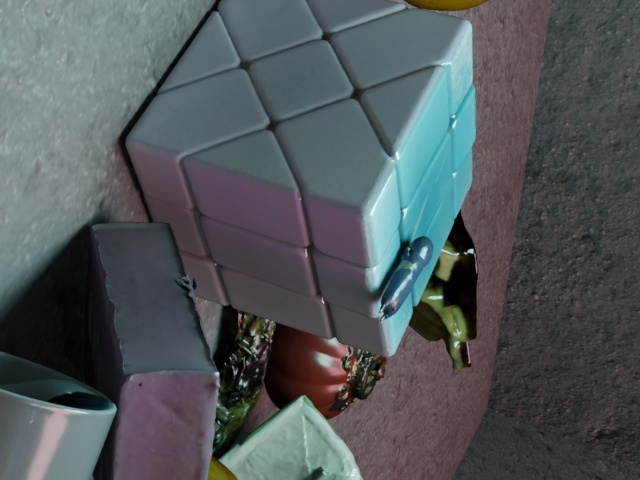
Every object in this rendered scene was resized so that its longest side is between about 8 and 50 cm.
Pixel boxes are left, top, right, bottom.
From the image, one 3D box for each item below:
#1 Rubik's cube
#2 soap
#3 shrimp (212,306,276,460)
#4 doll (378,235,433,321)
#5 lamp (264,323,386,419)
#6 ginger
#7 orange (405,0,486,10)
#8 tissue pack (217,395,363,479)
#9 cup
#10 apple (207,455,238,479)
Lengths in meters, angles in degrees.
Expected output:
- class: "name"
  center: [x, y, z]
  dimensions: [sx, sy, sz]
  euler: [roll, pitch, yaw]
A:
- class: "Rubik's cube"
  center: [-0.006, -0.096, 1.477]
  dimensions: [0.316, 0.318, 0.322]
  euler: [80, 33, -52]
- class: "soap"
  center: [-0.191, 0.169, 1.287]
  dimensions: [0.296, 0.107, 0.285]
  euler: [-117, -151, -57]
- class: "shrimp"
  center: [-0.151, 0.207, 1.743]
  dimensions: [0.233, 0.071, 0.365]
  euler: [-17, 129, -61]
- class: "doll"
  center: [0.096, 0.043, 1.361]
  dimensions: [0.125, 0.027, 0.037]
  euler: [-55, 153, -33]
- class: "lamp"
  center: [0.004, 0.185, 1.925]
  dimensions: [0.227, 0.227, 0.227]
  euler: [-54, 154, -42]
- class: "ginger"
  center: [0.135, 0.054, 2.104]
  dimensions: [0.413, 0.211, 0.358]
  euler: [95, -20, -65]
- class: "orange"
  center: [0.181, -0.470, 1.772]
  dimensions: [0.264, 0.264, 0.264]
  euler: [-54, 154, -42]
- class: "tissue pack"
  center: [-0.063, 0.421, 1.848]
  dimensions: [0.266, 0.194, 0.356]
  euler: [-38, 159, -11]
- class: "cup"
  center: [-0.330, 0.259, 1.072]
  dimensions: [0.312, 0.205, 0.205]
  euler: [-71, 161, -1]
- class: "apple"
  center: [-0.196, 0.373, 1.574]
  dimensions: [0.211, 0.187, 0.211]
  euler: [-48, 146, -48]
